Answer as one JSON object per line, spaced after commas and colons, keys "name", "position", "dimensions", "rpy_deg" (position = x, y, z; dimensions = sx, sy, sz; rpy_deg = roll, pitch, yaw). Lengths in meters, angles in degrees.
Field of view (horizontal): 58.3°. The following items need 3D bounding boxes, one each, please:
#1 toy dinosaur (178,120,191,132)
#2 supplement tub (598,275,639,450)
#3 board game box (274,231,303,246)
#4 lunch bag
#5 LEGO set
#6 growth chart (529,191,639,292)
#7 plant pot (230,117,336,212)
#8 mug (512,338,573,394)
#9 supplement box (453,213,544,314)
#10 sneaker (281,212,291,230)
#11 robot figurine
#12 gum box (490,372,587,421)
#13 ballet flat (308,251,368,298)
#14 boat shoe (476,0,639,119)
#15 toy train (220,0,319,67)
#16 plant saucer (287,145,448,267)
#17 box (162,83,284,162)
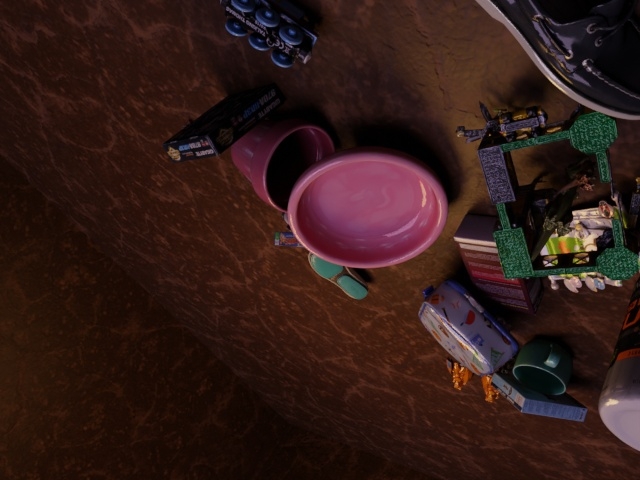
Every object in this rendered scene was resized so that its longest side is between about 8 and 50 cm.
{"name": "toy dinosaur", "position": [-0.341, -0.285, 1.529], "dimensions": [0.090, 0.047, 0.082], "rpy_deg": [10, 154, -30]}
{"name": "supplement tub", "position": [0.594, 0.168, 0.916], "dimensions": [0.207, 0.338, 0.207], "rpy_deg": [26, 151, 15]}
{"name": "board game box", "position": [0.000, 0.000, 1.474], "dimensions": [0.136, 0.035, 0.201], "rpy_deg": [4, -179, 44]}
{"name": "lunch bag", "position": [0.344, 0.207, 1.389], "dimensions": [0.243, 0.115, 0.303], "rpy_deg": [47, 172, 15]}
{"name": "LEGO set", "position": [0.388, -0.095, 0.940], "dimensions": [0.255, 0.192, 0.331], "rpy_deg": [-17, 112, 33]}
{"name": "growth chart", "position": [0.482, 0.015, 1.044], "dimensions": [0.172, 0.021, 0.237], "rpy_deg": [65, 157, 0]}
{"name": "plant pot", "position": [-0.096, -0.183, 1.266], "dimensions": [0.180, 0.201, 0.201], "rpy_deg": [30, 156, 40]}
{"name": "mug", "position": [0.566, 0.305, 1.422], "dimensions": [0.129, 0.097, 0.158], "rpy_deg": [41, 151, -13]}
{"name": "supplement box", "position": [0.388, 0.054, 1.236], "dimensions": [0.130, 0.073, 0.239], "rpy_deg": [10, 144, 40]}
{"name": "sneaker", "position": [-0.039, -0.063, 1.416], "dimensions": [0.094, 0.153, 0.235], "rpy_deg": [30, 152, 10]}
{"name": "robot figurine", "position": [0.448, 0.349, 1.631], "dimensions": [0.211, 0.085, 0.291], "rpy_deg": [17, 148, 27]}
{"name": "gum box", "position": [0.564, 0.404, 1.492], "dimensions": [0.184, 0.041, 0.157], "rpy_deg": [13, -172, -14]}
{"name": "ballet flat", "position": [0.047, 0.079, 1.623], "dimensions": [0.086, 0.086, 0.248], "rpy_deg": [2, 146, 45]}
{"name": "boat shoe", "position": [0.321, -0.288, 0.710], "dimensions": [0.340, 0.127, 0.113], "rpy_deg": [45, 164, -1]}
{"name": "toy train", "position": [-0.083, -0.383, 1.005], "dimensions": [0.184, 0.105, 0.080], "rpy_deg": [34, 145, 0]}
{"name": "plant saucer", "position": [0.098, -0.075, 1.212], "dimensions": [0.332, 0.084, 0.332], "rpy_deg": [1, 136, 1]}
{"name": "box", "position": [-0.206, -0.250, 1.223], "dimensions": [0.175, 0.220, 0.051], "rpy_deg": [1, 129, 45]}
